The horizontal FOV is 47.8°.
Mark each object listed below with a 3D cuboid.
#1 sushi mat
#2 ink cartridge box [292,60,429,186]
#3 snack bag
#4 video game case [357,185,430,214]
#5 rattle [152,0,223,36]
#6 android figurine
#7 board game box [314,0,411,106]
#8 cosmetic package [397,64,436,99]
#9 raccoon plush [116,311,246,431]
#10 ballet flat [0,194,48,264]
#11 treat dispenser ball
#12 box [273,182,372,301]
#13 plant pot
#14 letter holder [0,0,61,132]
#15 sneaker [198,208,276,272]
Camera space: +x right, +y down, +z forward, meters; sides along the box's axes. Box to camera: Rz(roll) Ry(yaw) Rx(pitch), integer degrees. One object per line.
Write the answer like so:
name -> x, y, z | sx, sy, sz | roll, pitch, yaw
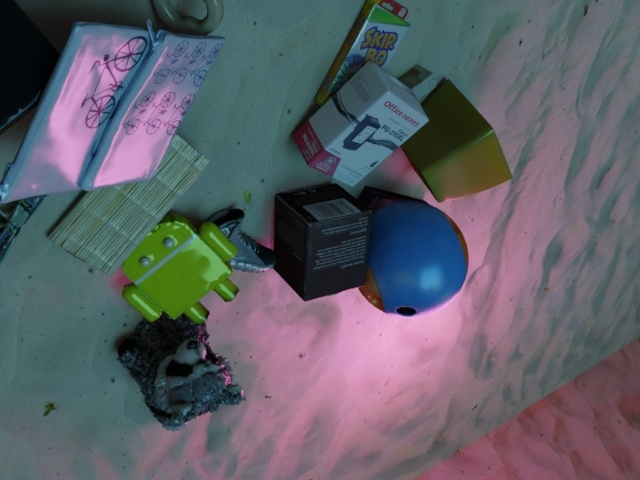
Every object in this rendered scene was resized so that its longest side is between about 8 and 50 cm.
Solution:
sushi mat -> -0.363, -0.077, 1.381 | 0.316, 0.019, 0.151 | -47, 128, 6
ink cartridge box -> 0.088, -0.245, 1.559 | 0.237, 0.100, 0.172 | -41, 146, 23
snack bag -> -0.321, -0.200, 1.144 | 0.323, 0.037, 0.342 | -54, 165, 23
video game case -> 0.145, -0.002, 1.921 | 0.248, 0.035, 0.275 | 9, 117, -45
rattle -> -0.223, -0.406, 1.259 | 0.130, 0.143, 0.200 | 5, 143, -6
android figurine -> -0.299, 0.056, 1.507 | 0.248, 0.056, 0.273 | -37, 121, 3
board game box -> 0.095, -0.392, 1.546 | 0.124, 0.039, 0.259 | 11, 113, -46
cosmetic package -> 0.201, -0.348, 1.655 | 0.115, 0.060, 0.041 | -37, 139, -12
raccoon plush -> -0.280, 0.362, 1.656 | 0.216, 0.299, 0.446 | -32, 139, -17
ballet flat -> -0.551, -0.036, 1.276 | 0.188, 0.070, 0.070 | -54, 140, 7
treat dispenser ball -> 0.218, 0.047, 1.771 | 0.288, 0.288, 0.288 | -23, 136, -25
box -> 0.000, 0.000, 1.665 | 0.168, 0.167, 0.203 | -12, 122, -28
plant pot -> 0.314, -0.219, 1.764 | 0.187, 0.212, 0.212 | -34, 141, 7
letter holder -> -0.536, -0.211, 1.080 | 0.302, 0.214, 0.152 | -42, 109, -9
sneaker -> -0.173, -0.005, 1.606 | 0.228, 0.086, 0.132 | 5, 117, -42
